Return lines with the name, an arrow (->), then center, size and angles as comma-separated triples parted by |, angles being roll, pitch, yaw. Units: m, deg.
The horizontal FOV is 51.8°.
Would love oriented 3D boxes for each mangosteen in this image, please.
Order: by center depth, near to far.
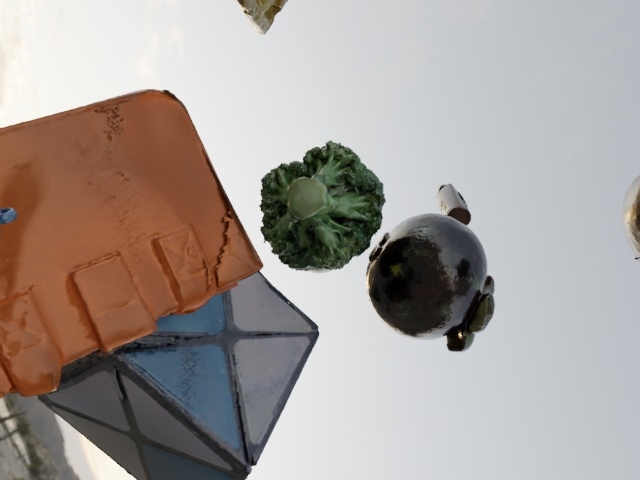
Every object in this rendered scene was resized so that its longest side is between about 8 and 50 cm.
mangosteen -> 0.234, 0.086, 1.383 | 0.288, 0.288, 0.288 | 35, -45, 44

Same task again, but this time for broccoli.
broccoli -> -0.007, -0.069, 1.291 | 0.270, 0.270, 0.270 | 63, 5, 10

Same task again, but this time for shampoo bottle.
shampoo bottle -> 0.342, -0.096, 1.727 | 0.067, 0.236, 0.068 | 38, -72, -13

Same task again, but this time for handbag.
handbag -> -0.299, -0.001, 0.805 | 0.116, 0.410, 0.303 | -23, -88, 55

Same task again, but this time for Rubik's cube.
Rubik's cube -> -0.228, 0.203, 1.091 | 0.310, 0.305, 0.307 | -29, -71, 39

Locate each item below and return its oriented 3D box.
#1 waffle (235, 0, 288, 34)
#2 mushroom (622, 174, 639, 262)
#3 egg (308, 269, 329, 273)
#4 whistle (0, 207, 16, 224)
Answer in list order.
waffle -> -0.060, -0.508, 1.155 | 0.057, 0.274, 0.168 | 36, 4, 7
mushroom -> 0.631, -0.008, 1.058 | 0.297, 0.163, 0.278 | 32, -34, 26
egg -> 0.000, 0.000, 1.762 | 0.168, 0.168, 0.231 | 63, -20, 11
whistle -> -0.347, 0.001, 0.582 | 0.090, 0.158, 0.090 | 29, -48, 37
